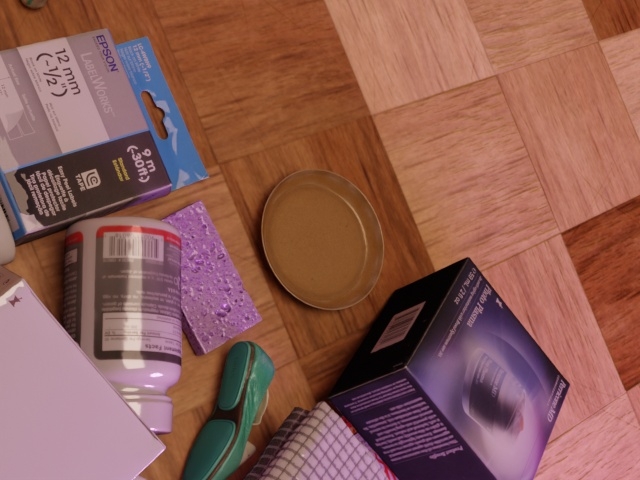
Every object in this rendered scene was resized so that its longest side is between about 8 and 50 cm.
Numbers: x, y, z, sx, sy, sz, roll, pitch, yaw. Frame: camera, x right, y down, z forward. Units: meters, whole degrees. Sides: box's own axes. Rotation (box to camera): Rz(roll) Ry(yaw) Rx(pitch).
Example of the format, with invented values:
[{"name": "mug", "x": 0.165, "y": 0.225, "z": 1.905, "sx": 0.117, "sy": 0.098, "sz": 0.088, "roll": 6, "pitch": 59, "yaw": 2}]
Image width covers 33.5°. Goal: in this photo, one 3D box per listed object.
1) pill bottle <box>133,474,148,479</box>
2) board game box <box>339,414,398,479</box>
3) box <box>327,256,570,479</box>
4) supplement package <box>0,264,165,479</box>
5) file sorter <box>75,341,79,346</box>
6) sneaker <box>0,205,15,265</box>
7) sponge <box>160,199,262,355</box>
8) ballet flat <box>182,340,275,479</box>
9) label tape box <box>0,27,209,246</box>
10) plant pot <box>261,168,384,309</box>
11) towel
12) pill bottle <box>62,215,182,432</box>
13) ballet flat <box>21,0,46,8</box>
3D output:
[{"name": "pill bottle", "x": -0.289, "y": 0.356, "z": 1.333, "sx": 0.121, "sy": 0.221, "sz": 0.121, "roll": 10, "pitch": 71, "yaw": -31}, {"name": "board game box", "x": 0.060, "y": 0.367, "z": 1.667, "sx": 0.147, "sy": 0.045, "sz": 0.193, "roll": -15, "pitch": 85, "yaw": -35}, {"name": "box", "x": 0.216, "y": 0.239, "z": 1.689, "sx": 0.294, "sy": 0.183, "sz": 0.296, "roll": 51, "pitch": 42, "yaw": -13}, {"name": "supplement package", "x": -0.341, "y": 0.190, "z": 1.158, "sx": 0.204, "sy": 0.145, "sz": 0.262, "roll": -43, "pitch": 115, "yaw": -19}, {"name": "file sorter", "x": -0.450, "y": 0.205, "z": 1.300, "sx": 0.278, "sy": 0.173, "sz": 0.192, "roll": 11, "pitch": 72, "yaw": -31}, {"name": "sneaker", "x": -0.528, "y": -0.077, "z": 1.367, "sx": 0.169, "sy": 0.108, "sz": 0.292, "roll": -27, "pitch": 93, "yaw": -39}, {"name": "sponge", "x": -0.183, "y": 0.055, "z": 1.603, "sx": 0.117, "sy": 0.031, "sz": 0.210, "roll": -29, "pitch": 94, "yaw": -36}, {"name": "ballet flat", "x": -0.122, "y": 0.270, "z": 1.557, "sx": 0.087, "sy": 0.083, "sz": 0.247, "roll": 37, "pitch": 61, "yaw": -36}, {"name": "label tape box", "x": -0.329, "y": -0.163, "z": 1.519, "sx": 0.348, "sy": 0.115, "sz": 0.249, "roll": -23, "pitch": 90, "yaw": -34}, {"name": "plant pot", "x": 0.000, "y": 0.000, "z": 1.739, "sx": 0.236, "sy": 0.032, "sz": 0.236, "roll": 9, "pitch": 72, "yaw": -30}, {"name": "towel", "x": 0.007, "y": 0.408, "z": 1.512, "sx": 0.283, "sy": 0.121, "sz": 0.235, "roll": 52, "pitch": 44, "yaw": -13}, {"name": "pill bottle", "x": -0.270, "y": 0.121, "z": 1.449, "sx": 0.161, "sy": 0.161, "sz": 0.283, "roll": 7, "pitch": 74, "yaw": -32}, {"name": "ballet flat", "x": -0.394, "y": -0.415, "z": 1.582, "sx": 0.057, "sy": 0.052, "sz": 0.168, "roll": 28, "pitch": 63, "yaw": -24}]
